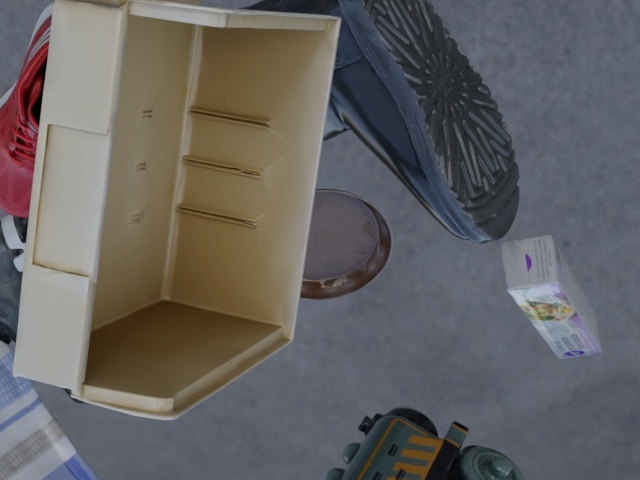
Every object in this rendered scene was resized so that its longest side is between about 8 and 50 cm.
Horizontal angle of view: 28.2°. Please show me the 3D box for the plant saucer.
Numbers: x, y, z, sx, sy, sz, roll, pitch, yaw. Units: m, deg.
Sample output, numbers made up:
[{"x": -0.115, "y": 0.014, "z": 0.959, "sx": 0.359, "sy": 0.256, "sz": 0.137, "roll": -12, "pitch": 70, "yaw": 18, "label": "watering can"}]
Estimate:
[{"x": 0.000, "y": 0.000, "z": 1.491, "sx": 0.168, "sy": 0.029, "sz": 0.168, "roll": -3, "pitch": 130, "yaw": -4, "label": "plant saucer"}]

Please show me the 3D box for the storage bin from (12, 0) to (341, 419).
[{"x": -0.096, "y": -0.039, "z": 0.900, "sx": 0.123, "sy": 0.262, "sz": 0.260, "roll": 12, "pitch": -168, "yaw": 15, "label": "storage bin"}]

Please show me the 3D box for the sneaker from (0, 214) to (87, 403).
[{"x": -0.319, "y": 0.082, "z": 1.381, "sx": 0.106, "sy": 0.078, "sz": 0.234, "roll": -20, "pitch": 111, "yaw": 4, "label": "sneaker"}]

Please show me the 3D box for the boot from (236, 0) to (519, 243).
[{"x": -0.010, "y": -0.129, "z": 1.570, "sx": 0.445, "sy": 0.146, "sz": 0.367, "roll": -15, "pitch": 108, "yaw": 44, "label": "boot"}]

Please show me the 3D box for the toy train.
[{"x": 0.084, "y": 0.290, "z": 1.293, "sx": 0.190, "sy": 0.334, "sz": 0.142, "roll": 31, "pitch": 123, "yaw": 6, "label": "toy train"}]

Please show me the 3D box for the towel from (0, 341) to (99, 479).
[{"x": -0.385, "y": 0.218, "z": 1.428, "sx": 0.034, "sy": 0.209, "sz": 0.285, "roll": -27, "pitch": 97, "yaw": 39, "label": "towel"}]

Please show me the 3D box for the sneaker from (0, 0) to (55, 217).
[{"x": -0.259, "y": -0.099, "z": 1.133, "sx": 0.087, "sy": 0.128, "sz": 0.221, "roll": 16, "pitch": 117, "yaw": -7, "label": "sneaker"}]

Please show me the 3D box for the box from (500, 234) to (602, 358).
[{"x": 0.297, "y": 0.078, "z": 1.616, "sx": 0.063, "sy": 0.067, "sz": 0.324, "roll": -10, "pitch": 158, "yaw": 18, "label": "box"}]
